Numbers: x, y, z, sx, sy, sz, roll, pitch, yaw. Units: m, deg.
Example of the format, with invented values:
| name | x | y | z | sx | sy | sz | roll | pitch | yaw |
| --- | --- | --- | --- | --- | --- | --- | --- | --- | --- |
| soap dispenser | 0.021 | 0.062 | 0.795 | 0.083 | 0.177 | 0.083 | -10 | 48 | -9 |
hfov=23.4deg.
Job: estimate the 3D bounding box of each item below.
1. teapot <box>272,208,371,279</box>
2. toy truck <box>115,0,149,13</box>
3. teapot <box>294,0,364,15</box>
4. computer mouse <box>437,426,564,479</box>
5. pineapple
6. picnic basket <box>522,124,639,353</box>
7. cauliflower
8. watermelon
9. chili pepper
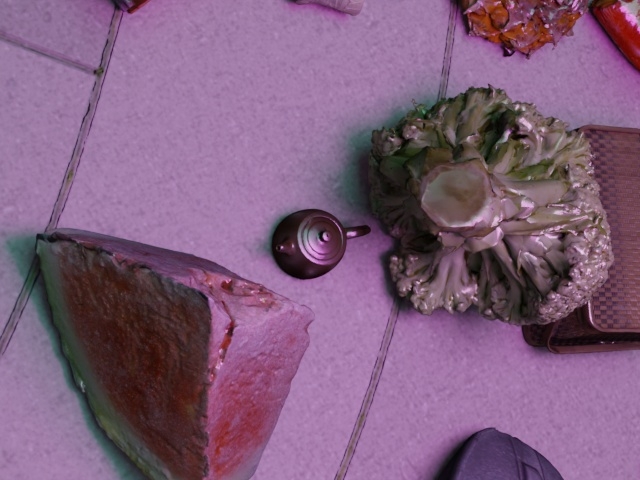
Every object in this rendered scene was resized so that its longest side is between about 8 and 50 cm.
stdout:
| name | x | y | z | sx | sy | sz | roll | pitch | yaw |
| --- | --- | --- | --- | --- | --- | --- | --- | --- | --- |
| teapot | 0.000 | 0.000 | 1.682 | 0.121 | 0.068 | 0.076 | -11 | 85 | -27 |
| toy truck | -0.233 | -0.436 | 1.600 | 0.207 | 0.173 | 0.387 | -41 | 101 | -17 |
| teapot | 0.006 | -0.289 | 1.755 | 0.083 | 0.057 | 0.067 | 1 | 42 | -22 |
| computer mouse | 0.193 | 0.370 | 1.656 | 0.203 | 0.114 | 0.373 | 27 | 60 | -18 |
| pineapple | 0.253 | -0.322 | 1.838 | 0.225 | 0.076 | 0.224 | -3 | 96 | -26 |
| picnic basket | 0.332 | -0.003 | 1.804 | 0.165 | 0.139 | 0.266 | 2 | 79 | -25 |
| cauliflower | 0.168 | -0.044 | 1.660 | 0.250 | 0.275 | 0.272 | 19 | 69 | -65 |
| watermelon | -0.143 | 0.103 | 1.522 | 0.193 | 0.232 | 0.310 | 4 | 57 | -59 |
| chili pepper | 0.426 | -0.246 | 1.931 | 0.086 | 0.084 | 0.192 | -41 | 97 | 7 |
